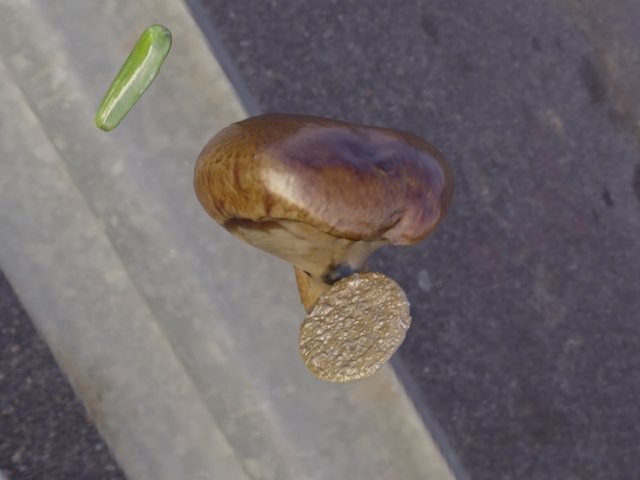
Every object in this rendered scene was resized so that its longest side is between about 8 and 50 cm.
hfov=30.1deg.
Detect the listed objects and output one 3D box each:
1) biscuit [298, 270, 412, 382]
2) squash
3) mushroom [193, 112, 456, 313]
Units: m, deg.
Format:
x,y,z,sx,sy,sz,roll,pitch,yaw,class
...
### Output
x,y,z,sx,sy,sz,roll,pitch,yaw,class
0.031,0.080,1.109,0.015,0.120,0.120,48,39,-44,biscuit
-0.134,-0.115,0.850,0.027,0.089,0.027,34,15,-11,squash
-0.010,-0.035,1.207,0.267,0.267,0.254,36,82,-31,mushroom
